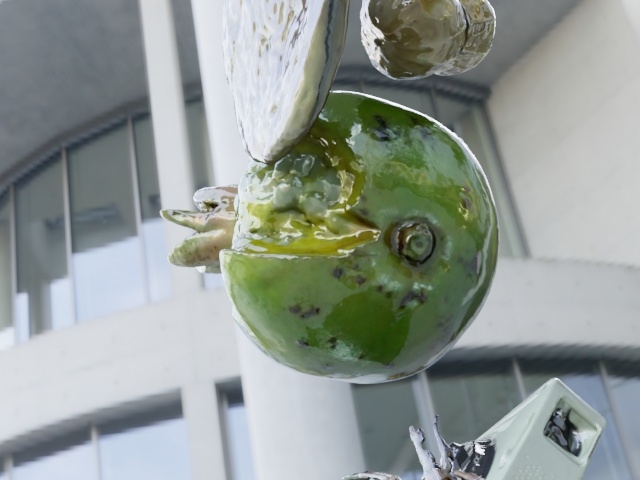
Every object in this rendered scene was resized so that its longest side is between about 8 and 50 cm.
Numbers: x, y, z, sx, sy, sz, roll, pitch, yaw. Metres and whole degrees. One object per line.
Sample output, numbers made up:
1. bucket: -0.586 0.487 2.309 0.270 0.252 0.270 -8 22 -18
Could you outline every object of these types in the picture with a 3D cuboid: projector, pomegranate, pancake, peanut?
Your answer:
1. projector: 0.051 0.229 0.855 0.079 0.257 0.259 40 -47 2
2. pomegranate: 0.000 0.000 1.081 0.236 0.236 0.301 21 -13 -38
3. pancake: -0.026 -0.172 0.943 0.031 0.250 0.250 7 -38 -22
4. peanut: 0.086 -0.166 1.045 0.089 0.089 0.192 -30 -9 26

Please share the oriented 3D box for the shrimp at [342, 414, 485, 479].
1. shrimp: 0.053 0.144 0.545 0.073 0.190 0.075 24 -51 -23
